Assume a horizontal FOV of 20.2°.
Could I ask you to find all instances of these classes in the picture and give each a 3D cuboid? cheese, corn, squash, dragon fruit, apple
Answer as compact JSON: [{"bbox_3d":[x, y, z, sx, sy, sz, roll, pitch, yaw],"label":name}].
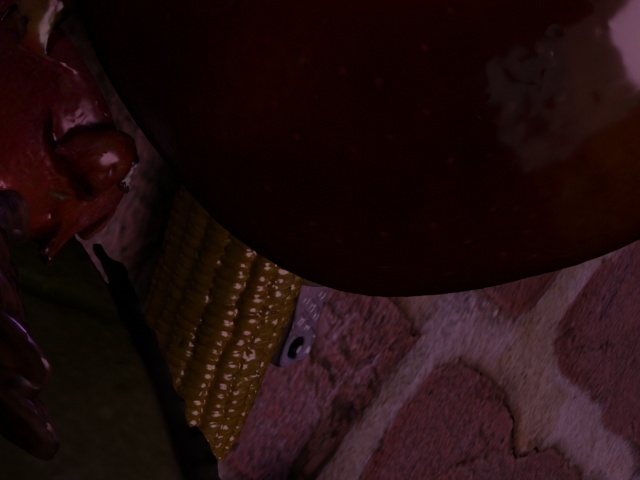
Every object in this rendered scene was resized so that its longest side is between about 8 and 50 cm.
[{"bbox_3d":[0.005,-0.004,1.027,0.092,0.047,0.171,-35,146,-32],"label":"cheese"},{"bbox_3d":[-0.050,0.024,0.929,0.080,0.080,0.238,-22,137,-50],"label":"corn"},{"bbox_3d":[-0.093,0.161,0.746,0.210,0.309,0.234,-27,141,-46],"label":"squash"},{"bbox_3d":[-0.125,-0.040,0.692,0.068,0.126,0.112,-33,103,-24],"label":"dragon fruit"},{"bbox_3d":[0.045,-0.117,0.722,0.288,0.288,0.317,-54,161,-5],"label":"apple"}]

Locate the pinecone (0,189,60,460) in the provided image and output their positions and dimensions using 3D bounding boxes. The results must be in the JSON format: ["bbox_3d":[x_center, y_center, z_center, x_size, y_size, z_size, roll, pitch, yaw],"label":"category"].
[{"bbox_3d":[-0.184,0.025,0.582,0.208,0.207,0.208,-40,149,-30],"label":"pinecone"}]
